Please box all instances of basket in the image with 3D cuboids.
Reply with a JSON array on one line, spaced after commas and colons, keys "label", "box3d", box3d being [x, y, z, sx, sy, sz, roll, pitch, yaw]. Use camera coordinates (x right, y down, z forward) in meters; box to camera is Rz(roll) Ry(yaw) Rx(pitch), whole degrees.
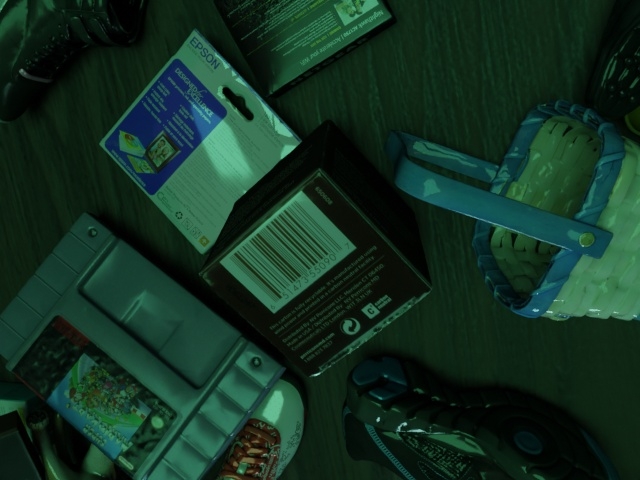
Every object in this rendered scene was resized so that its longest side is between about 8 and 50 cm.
[{"label": "basket", "box3d": [0.205, -0.040, 0.584, 0.289, 0.255, 0.201, 23, 109, -3]}]

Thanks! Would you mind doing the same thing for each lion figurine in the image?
[{"label": "lion figurine", "box3d": [-0.305, 0.404, 0.858, 0.392, 0.142, 0.240, 42, 137, 42]}]

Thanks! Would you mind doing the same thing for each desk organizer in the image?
[{"label": "desk organizer", "box3d": [-0.438, 0.314, 0.850, 0.047, 0.050, 0.130, -18, 120, -20]}]

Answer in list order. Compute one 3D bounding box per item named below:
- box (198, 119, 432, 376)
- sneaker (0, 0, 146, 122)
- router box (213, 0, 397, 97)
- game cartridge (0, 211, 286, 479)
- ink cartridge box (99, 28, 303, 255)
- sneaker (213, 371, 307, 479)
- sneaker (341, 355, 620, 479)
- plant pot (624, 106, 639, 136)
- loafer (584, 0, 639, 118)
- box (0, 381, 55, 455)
[{"label": "box", "box3d": [0.000, 0.000, 0.653, 0.168, 0.203, 0.167, -40, 106, 19]}, {"label": "sneaker", "box3d": [-0.328, -0.258, 0.752, 0.147, 0.104, 0.296, 34, 104, 11]}, {"label": "router box", "box3d": [-0.020, -0.272, 0.701, 0.179, 0.046, 0.133, -27, 94, 19]}, {"label": "game cartridge", "box3d": [-0.252, 0.152, 0.788, 0.355, 0.068, 0.230, 36, 80, 10]}, {"label": "ink cartridge box", "box3d": [-0.150, -0.123, 0.767, 0.208, 0.045, 0.206, -43, 90, 19]}, {"label": "sneaker", "box3d": [-0.100, 0.318, 0.796, 0.090, 0.145, 0.270, 25, 107, 8]}, {"label": "sneaker", "box3d": [0.189, 0.260, 0.738, 0.340, 0.125, 0.140, 20, 121, 16]}, {"label": "plant pot", "box3d": [0.395, -0.133, 0.591, 0.095, 0.134, 0.134, 33, 110, -19]}, {"label": "loafer", "box3d": [0.336, -0.231, 0.602, 0.076, 0.078, 0.223, 21, 103, -16]}, {"label": "box", "box3d": [-0.549, 0.283, 0.951, 0.244, 0.060, 0.101, 0, 101, 15]}]
